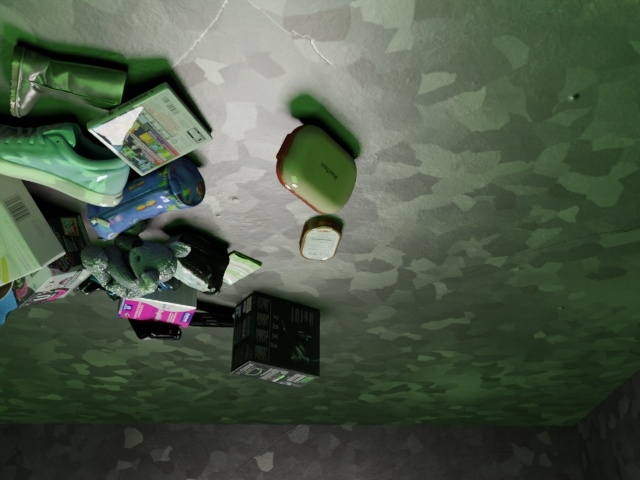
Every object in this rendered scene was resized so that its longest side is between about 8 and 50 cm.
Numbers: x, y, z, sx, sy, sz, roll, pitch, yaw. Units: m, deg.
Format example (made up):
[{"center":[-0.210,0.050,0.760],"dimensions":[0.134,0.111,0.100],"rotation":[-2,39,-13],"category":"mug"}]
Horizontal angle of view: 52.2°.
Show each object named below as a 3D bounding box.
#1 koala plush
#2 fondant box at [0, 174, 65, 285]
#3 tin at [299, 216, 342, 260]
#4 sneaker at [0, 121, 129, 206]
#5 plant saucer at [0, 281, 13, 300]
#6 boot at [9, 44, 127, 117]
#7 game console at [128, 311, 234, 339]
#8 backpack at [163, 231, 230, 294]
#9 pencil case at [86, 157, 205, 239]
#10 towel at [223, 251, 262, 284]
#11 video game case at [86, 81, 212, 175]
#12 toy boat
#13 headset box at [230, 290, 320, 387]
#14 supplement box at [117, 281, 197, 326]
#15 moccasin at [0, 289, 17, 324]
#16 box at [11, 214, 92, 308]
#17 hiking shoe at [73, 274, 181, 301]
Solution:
[{"center":[-0.443,0.058,1.658],"dimensions":[0.221,0.196,0.203],"rotation":[-2,127,38],"category":"koala plush"},{"center":[-0.813,-0.005,1.577],"dimensions":[0.330,0.096,0.238],"rotation":[-19,106,27],"category":"fondant box"},{"center":[0.000,0.000,1.795],"dimensions":[0.106,0.040,0.189],"rotation":[1,149,-9],"category":"tin"},{"center":[-0.587,-0.207,1.405],"dimensions":[0.366,0.135,0.150],"rotation":[19,116,-21],"category":"sneaker"},{"center":[-0.921,0.023,1.710],"dimensions":[0.311,0.050,0.310],"rotation":[7,116,15],"category":"plant saucer"},{"center":[-0.497,-0.292,1.291],"dimensions":[0.209,0.076,0.189],"rotation":[7,152,-23],"category":"boot"},{"center":[-0.441,0.267,2.138],"dimensions":[0.361,0.044,0.213],"rotation":[5,-164,-30],"category":"game console"},{"center":[-0.351,0.058,1.802],"dimensions":[0.115,0.152,0.182],"rotation":[-20,137,36],"category":"backpack"},{"center":[-0.424,-0.096,1.551],"dimensions":[0.306,0.133,0.119],"rotation":[-18,104,26],"category":"pencil case"},{"center":[-0.263,0.085,1.955],"dimensions":[0.113,0.023,0.152],"rotation":[26,141,-37],"category":"towel"},{"center":[-0.348,-0.226,1.357],"dimensions":[0.183,0.023,0.201],"rotation":[-25,153,7],"category":"video game case"},{"center":[-0.028,-0.157,1.461],"dimensions":[0.151,0.151,0.231],"rotation":[15,164,44],"category":"toy boat"},{"center":[-0.134,0.331,2.152],"dimensions":[0.283,0.246,0.131],"rotation":[18,145,-28],"category":"headset box"},{"center":[-0.500,0.177,2.011],"dimensions":[0.220,0.114,0.111],"rotation":[11,134,-20],"category":"supplement box"},{"center":[-0.996,0.156,2.004],"dimensions":[0.138,0.116,0.342],"rotation":[21,147,-30],"category":"moccasin"},{"center":[-0.724,0.059,1.740],"dimensions":[0.142,0.163,0.247],"rotation":[-14,167,-47],"category":"box"},{"center":[-0.543,0.123,1.864],"dimensions":[0.304,0.132,0.113],"rotation":[9,155,16],"category":"hiking shoe"}]
